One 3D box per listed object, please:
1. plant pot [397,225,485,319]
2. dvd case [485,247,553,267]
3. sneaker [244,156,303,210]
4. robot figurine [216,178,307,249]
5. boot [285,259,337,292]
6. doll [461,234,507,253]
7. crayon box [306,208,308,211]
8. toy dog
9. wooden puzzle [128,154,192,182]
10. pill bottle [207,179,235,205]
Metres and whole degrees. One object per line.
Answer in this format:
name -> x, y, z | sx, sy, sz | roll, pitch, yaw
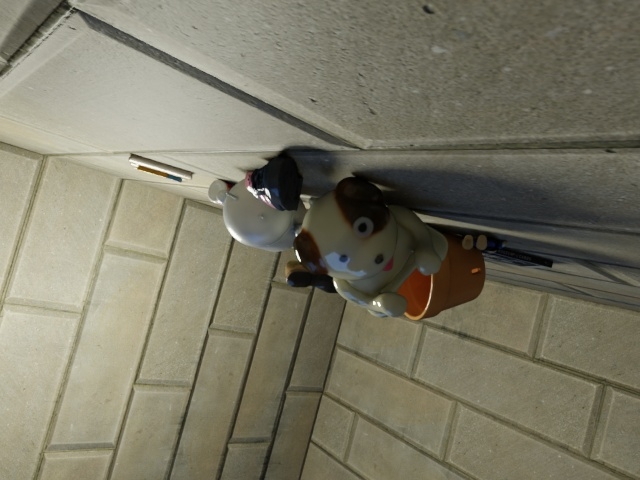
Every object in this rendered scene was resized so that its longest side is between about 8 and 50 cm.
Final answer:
plant pot -> 0.369, 0.095, 1.519 | 0.204, 0.290, 0.291 | -1, -178, -15
dvd case -> 0.610, 0.049, 1.619 | 0.239, 0.029, 0.179 | 14, 177, 0
sneaker -> -0.117, -0.124, 1.103 | 0.131, 0.112, 0.319 | 12, 176, 3
robot figurine -> -0.156, -0.073, 1.433 | 0.300, 0.199, 0.353 | 21, 179, 15
boot -> 0.001, 0.138, 2.010 | 0.305, 0.112, 0.115 | 12, -153, -21
doll -> 0.465, 0.010, 1.400 | 0.129, 0.046, 0.189 | 2, 176, 35
crayon box -> -0.168, -0.067, 2.043 | 0.278, 0.165, 0.081 | 13, 176, 30
toy dog -> 0.105, -0.010, 1.155 | 0.395, 0.284, 0.408 | 52, -170, 15
wooden puzzle -> -0.593, -0.253, 1.806 | 0.221, 0.044, 0.239 | 16, 177, -20
pill bottle -> -0.329, -0.162, 1.785 | 0.086, 0.086, 0.152 | 13, 177, 32
